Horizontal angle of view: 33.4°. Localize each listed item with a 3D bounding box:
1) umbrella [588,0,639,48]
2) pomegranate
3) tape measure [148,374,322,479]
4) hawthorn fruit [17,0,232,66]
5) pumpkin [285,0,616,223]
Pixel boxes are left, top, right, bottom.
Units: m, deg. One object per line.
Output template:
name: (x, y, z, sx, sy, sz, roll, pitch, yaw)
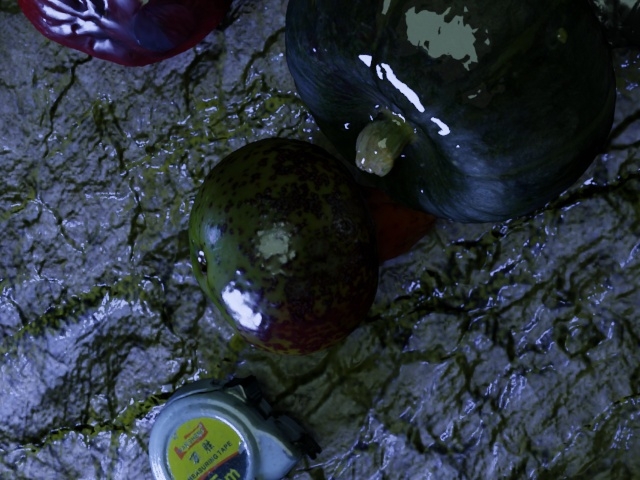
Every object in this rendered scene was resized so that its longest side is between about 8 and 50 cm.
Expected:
umbrella: (0.277, -0.193, 0.951, 0.336, 0.128, 0.154, -1, 70, 27)
pomegranate: (0.000, 0.000, 1.034, 0.247, 0.214, 0.214, -10, 92, -14)
tape measure: (-0.160, 0.281, 1.156, 0.330, 0.084, 0.164, -43, 78, 16)
hawthorn fruit: (-0.186, -0.315, 1.057, 0.230, 0.210, 0.266, 9, 85, 23)
pumpkin: (0.099, -0.145, 0.915, 0.300, 0.300, 0.207, 40, 73, 12)
